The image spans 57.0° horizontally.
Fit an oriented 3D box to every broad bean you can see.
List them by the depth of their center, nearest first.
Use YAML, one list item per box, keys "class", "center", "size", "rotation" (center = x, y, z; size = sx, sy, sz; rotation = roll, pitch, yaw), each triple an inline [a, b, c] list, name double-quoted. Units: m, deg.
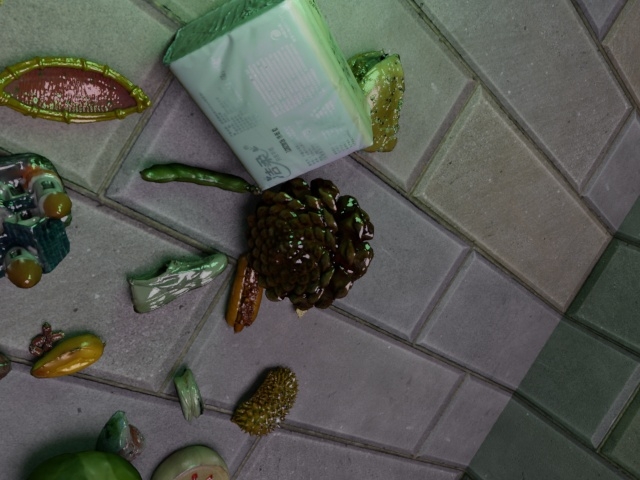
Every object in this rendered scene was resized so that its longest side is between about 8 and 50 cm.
- class: "broad bean"
  center: [-0.294, -0.152, 1.441]
  size: [0.291, 0.144, 0.050]
  rotation: [8, 101, -21]

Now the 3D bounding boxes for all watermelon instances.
- class: "watermelon"
  center: [-0.548, 0.576, 1.659]
  size: [0.139, 0.071, 0.187]
  rotation: [10, 105, -43]

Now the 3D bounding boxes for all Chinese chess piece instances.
- class: "Chinese chess piece"
  center: [-0.405, 0.761, 1.827]
  size: [0.249, 0.103, 0.250]
  rotation: [-14, 117, -29]

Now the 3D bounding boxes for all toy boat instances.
- class: "toy boat"
  center: [-0.523, -0.310, 1.230]
  size: [0.317, 0.099, 0.141]
  rotation: [-3, 113, -32]

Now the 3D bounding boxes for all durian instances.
- class: "durian"
  center: [-0.150, 0.524, 1.881]
  size: [0.183, 0.138, 0.250]
  rotation: [44, 77, -32]

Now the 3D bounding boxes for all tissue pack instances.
- class: "tissue pack"
  center: [-0.101, -0.358, 1.372]
  size: [0.331, 0.205, 0.405]
  rotation: [-20, 133, 18]

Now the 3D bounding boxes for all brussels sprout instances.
- class: "brussels sprout"
  center: [-0.591, 0.707, 1.495]
  size: [0.315, 0.371, 0.276]
  rotation: [-58, 163, 20]

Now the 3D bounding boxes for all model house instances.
- class: "model house"
  center: [-0.619, -0.022, 1.176]
  size: [0.271, 0.301, 0.190]
  rotation: [-20, 129, -27]

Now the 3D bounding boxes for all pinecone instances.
- class: "pinecone"
  center: [0.000, 0.000, 1.605]
  size: [0.384, 0.384, 0.385]
  rotation: [-16, 120, -29]

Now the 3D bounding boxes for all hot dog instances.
- class: "hot dog"
  center: [-0.209, 0.156, 1.692]
  size: [0.102, 0.076, 0.249]
  rotation: [3, 109, -41]

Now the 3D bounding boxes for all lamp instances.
- class: "lamp"
  center: [-0.672, 0.245, 1.433]
  size: [0.083, 0.031, 0.063]
  rotation: [-45, 129, -4]

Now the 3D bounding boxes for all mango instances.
- class: "mango"
  center: [-0.621, 0.288, 1.461]
  size: [0.187, 0.066, 0.101]
  rotation: [-26, 144, -26]

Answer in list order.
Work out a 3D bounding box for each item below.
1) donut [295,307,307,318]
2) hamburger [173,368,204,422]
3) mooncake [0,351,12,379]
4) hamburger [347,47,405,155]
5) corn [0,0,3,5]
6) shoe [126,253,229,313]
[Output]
- class: "donut"
  center: [-0.044, 0.197, 1.840]
  size: [0.083, 0.067, 0.038]
  rotation: [-31, 115, 22]
- class: "hamburger"
  center: [-0.374, 0.442, 1.676]
  size: [0.062, 0.133, 0.140]
  rotation: [-18, 113, -18]
- class: "mooncake"
  center: [-0.791, 0.291, 1.342]
  size: [0.130, 0.073, 0.125]
  rotation: [-44, 128, -12]
- class: "hamburger"
  center: [0.120, -0.373, 1.611]
  size: [0.192, 0.167, 0.288]
  rotation: [-11, 117, -34]
- class: "corn"
  center: [-0.656, -0.526, 1.032]
  size: [0.244, 0.093, 0.093]
  rotation: [36, 89, -45]
- class: "shoe"
  center: [-0.368, 0.090, 1.533]
  size: [0.274, 0.103, 0.098]
  rotation: [-27, 112, -25]
